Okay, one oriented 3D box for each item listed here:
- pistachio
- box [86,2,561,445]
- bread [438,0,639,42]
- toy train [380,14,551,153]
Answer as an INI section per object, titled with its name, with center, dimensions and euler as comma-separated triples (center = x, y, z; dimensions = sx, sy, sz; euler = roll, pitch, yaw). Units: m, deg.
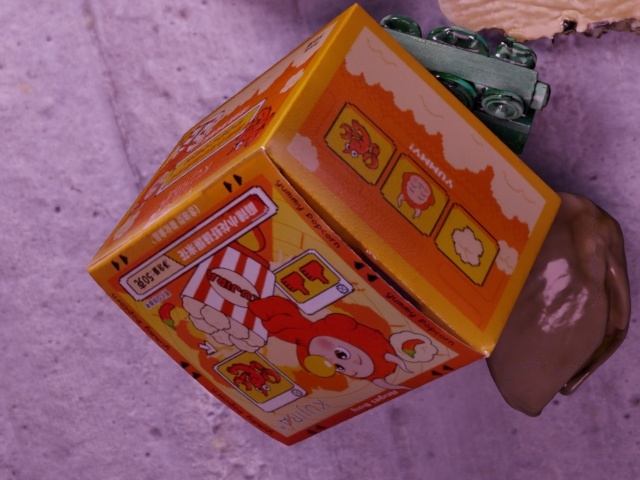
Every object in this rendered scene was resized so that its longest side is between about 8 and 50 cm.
[pistachio]
center = 0.212, 0.061, 1.531
dimensions = 0.138, 0.153, 0.237
euler = -22, 126, -27
[box]
center = 0.000, 0.000, 1.433
dimensions = 0.259, 0.213, 0.283
euler = 41, 139, -15
[bread]
center = 0.226, -0.252, 1.408
dimensions = 0.251, 0.039, 0.181
euler = 3, 118, 7
[toy train]
center = 0.112, -0.140, 1.461
dimensions = 0.178, 0.071, 0.104
euler = 16, 157, 5
